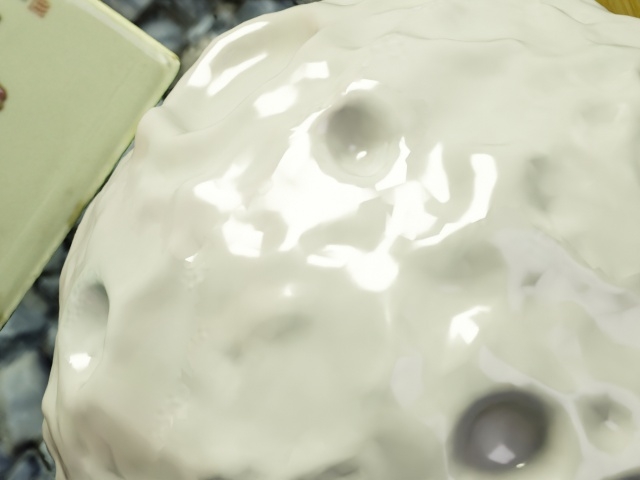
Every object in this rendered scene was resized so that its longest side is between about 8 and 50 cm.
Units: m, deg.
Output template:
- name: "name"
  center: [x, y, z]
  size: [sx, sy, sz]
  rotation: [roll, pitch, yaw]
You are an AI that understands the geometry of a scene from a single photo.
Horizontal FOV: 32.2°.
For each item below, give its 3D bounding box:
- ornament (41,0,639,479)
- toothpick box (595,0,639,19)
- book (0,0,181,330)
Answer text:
- name: "ornament"
  center: [0.057, 0.061, 0.462]
  size: [0.337, 0.337, 0.337]
  rotation: [2, 84, -18]
- name: "toothpick box"
  center: [0.180, -0.213, 0.633]
  size: [0.187, 0.190, 0.308]
  rotation: [-22, 88, -17]
- name: "book"
  center: [-0.267, 0.002, 0.463]
  size: [0.260, 0.043, 0.371]
  rotation: [34, 96, -12]
